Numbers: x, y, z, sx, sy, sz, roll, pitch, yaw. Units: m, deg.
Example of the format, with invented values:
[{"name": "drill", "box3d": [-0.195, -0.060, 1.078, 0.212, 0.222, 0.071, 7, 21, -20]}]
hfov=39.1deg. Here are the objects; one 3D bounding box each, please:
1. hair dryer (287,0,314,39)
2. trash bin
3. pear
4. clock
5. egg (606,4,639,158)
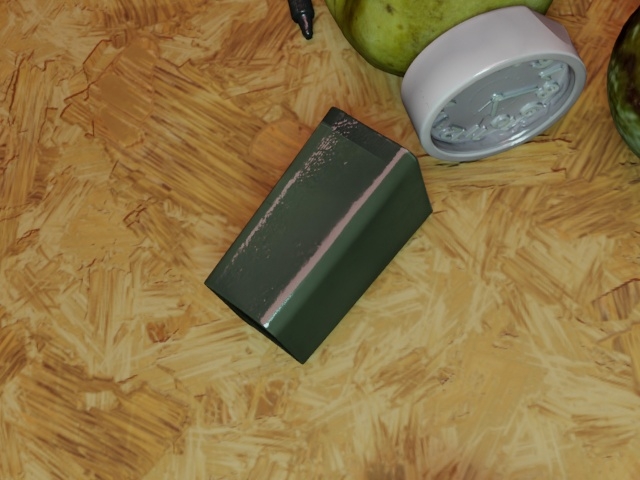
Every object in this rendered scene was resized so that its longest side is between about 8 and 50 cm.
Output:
[{"name": "hair dryer", "box3d": [-0.051, -0.386, 1.216, 0.071, 0.114, 0.247, -16, 72, 15]}, {"name": "trash bin", "box3d": [0.000, 0.000, 1.000, 0.122, 0.164, 0.240, 34, 79, 23]}, {"name": "pear", "box3d": [0.142, -0.348, 1.052, 0.304, 0.304, 0.303, -5, 66, 11]}, {"name": "clock", "box3d": [0.193, -0.170, 1.012, 0.197, 0.197, 0.068, -21, 66, 3]}, {"name": "egg", "box3d": [0.436, -0.182, 0.921, 0.238, 0.289, 0.238, 20, 51, -27]}]
